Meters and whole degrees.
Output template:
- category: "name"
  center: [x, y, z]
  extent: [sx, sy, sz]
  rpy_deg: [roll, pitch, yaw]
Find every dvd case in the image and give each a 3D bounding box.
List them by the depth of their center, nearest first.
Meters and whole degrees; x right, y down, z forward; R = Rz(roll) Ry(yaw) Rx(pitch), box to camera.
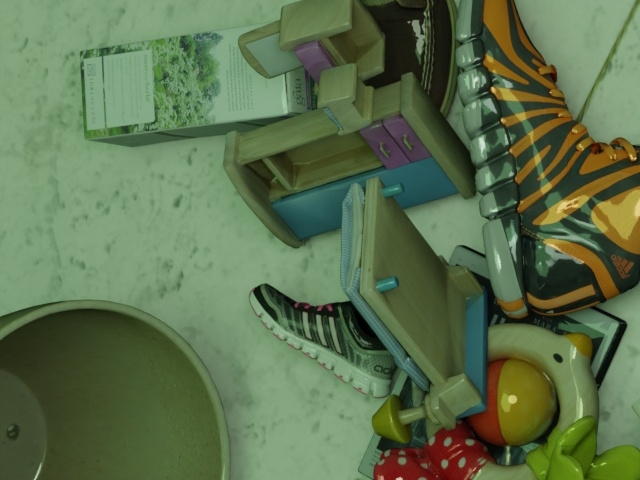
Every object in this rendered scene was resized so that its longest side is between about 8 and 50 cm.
- category: "dvd case"
  center: [0.158, 0.147, 1.844]
  extent: [0.179, 0.029, 0.238]
  rpy_deg: [26, 98, 24]

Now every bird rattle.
- category: "bird rattle"
  center: [0.167, 0.179, 1.781]
  extent: [0.253, 0.143, 0.207]
  rpy_deg: [-6, 72, 37]

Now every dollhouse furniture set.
- category: "dollhouse furniture set"
  center: [0.000, 0.000, 1.750]
  extent: [0.198, 0.286, 0.303]
  rpy_deg: [-18, 46, 23]

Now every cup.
- category: "cup"
  center: [-0.290, 0.214, 1.924]
  extent: [0.237, 0.331, 0.331]
  rpy_deg: [4, 88, 52]

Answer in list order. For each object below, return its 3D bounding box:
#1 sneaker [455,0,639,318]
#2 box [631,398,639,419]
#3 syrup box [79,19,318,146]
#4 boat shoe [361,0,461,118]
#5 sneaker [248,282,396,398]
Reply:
- category: "sneaker"
  center: [0.228, -0.096, 1.793]
  extent: [0.180, 0.124, 0.321]
  rpy_deg: [-11, 82, 13]
- category: "box"
  center: [0.398, 0.191, 1.671]
  extent: [0.149, 0.127, 0.232]
  rpy_deg: [-40, 71, 18]
- category: "syrup box"
  center: [-0.114, -0.153, 1.960]
  extent: [0.237, 0.096, 0.093]
  rpy_deg: [-6, 86, 25]
- category: "boat shoe"
  center: [0.053, -0.264, 1.873]
  extent: [0.123, 0.123, 0.342]
  rpy_deg: [-4, 84, 25]
- category: "sneaker"
  center: [0.011, 0.079, 1.903]
  extent: [0.170, 0.063, 0.074]
  rpy_deg: [33, 99, 20]
